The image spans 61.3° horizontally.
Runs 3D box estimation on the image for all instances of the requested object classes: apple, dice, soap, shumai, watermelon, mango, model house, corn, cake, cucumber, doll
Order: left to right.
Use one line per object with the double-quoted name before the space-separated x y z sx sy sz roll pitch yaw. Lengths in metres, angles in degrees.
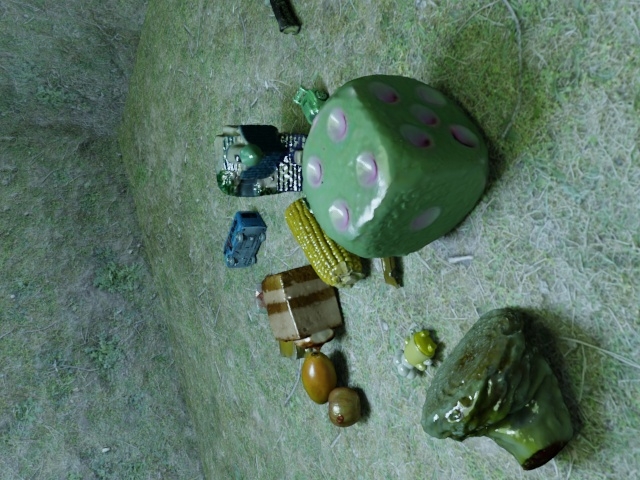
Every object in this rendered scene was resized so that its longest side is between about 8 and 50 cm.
"watermelon" -0.214 0.228 2.125 0.121 0.098 0.158 39 124 47
"model house" -0.159 -0.258 1.753 0.284 0.299 0.243 12 107 55
"cucumber" -0.136 -0.795 1.836 0.067 0.067 0.245 -49 54 49
"soap" -0.104 0.320 1.987 0.135 0.076 0.233 -8 90 59
"cake" -0.055 0.231 1.796 0.199 0.196 0.292 -27 78 58
"mango" -0.003 0.474 1.804 0.138 0.113 0.253 54 157 42
"corn" 0.000 0.000 1.704 0.387 0.144 0.143 52 136 36
"apple" 0.077 0.527 1.713 0.126 0.102 0.125 -5 -90 -81
"dice" 0.163 -0.171 1.254 0.330 0.319 0.322 60 140 30
"doll" 0.252 0.306 1.445 0.162 0.062 0.106 -60 43 43
"shumai" 0.402 0.335 1.152 0.263 0.304 0.309 39 135 3

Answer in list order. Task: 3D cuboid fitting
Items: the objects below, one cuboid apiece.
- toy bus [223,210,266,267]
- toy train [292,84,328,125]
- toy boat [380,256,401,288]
"toy bus" -0.318 -0.001 2.220 0.134 0.114 0.246 63 141 35
"toy train" -0.020 -0.415 1.708 0.099 0.081 0.149 -49 55 48
"toy boat" 0.195 0.062 1.500 0.047 0.049 0.149 144 115 -88
